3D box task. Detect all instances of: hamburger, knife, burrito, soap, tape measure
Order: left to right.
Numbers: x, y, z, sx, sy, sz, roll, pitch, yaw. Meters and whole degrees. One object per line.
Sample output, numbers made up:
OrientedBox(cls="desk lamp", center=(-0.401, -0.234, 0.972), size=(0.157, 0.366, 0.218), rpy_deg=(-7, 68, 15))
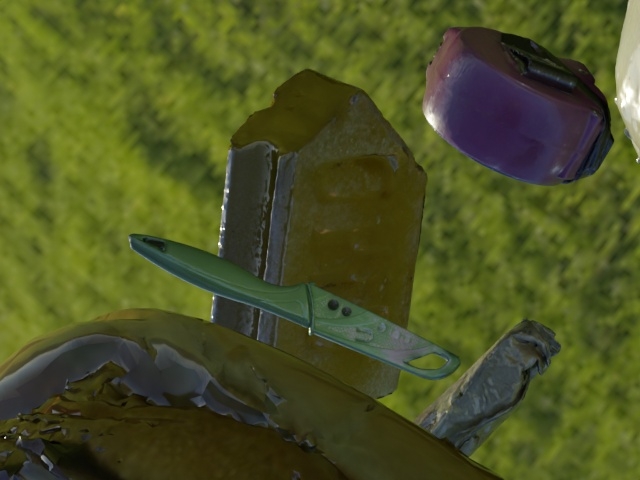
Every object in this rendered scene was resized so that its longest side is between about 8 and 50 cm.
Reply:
OrientedBox(cls="hamburger", center=(-0.023, 0.175, 0.666), size=(0.304, 0.174, 0.284), rpy_deg=(31, 133, 4))
OrientedBox(cls="knife", center=(-0.015, 0.035, 1.132), size=(0.207, 0.030, 0.014), rpy_deg=(23, 158, -2))
OrientedBox(cls="soap", center=(0.000, 0.000, 1.490), size=(0.080, 0.160, 0.258), rpy_deg=(24, 114, 43))
OrientedBox(cls="burrito", center=(0.096, 0.111, 1.261), size=(0.041, 0.149, 0.055), rpy_deg=(42, -170, -7))
OrientedBox(cls="tape measure", center=(0.125, -0.090, 1.242), size=(0.118, 0.074, 0.125), rpy_deg=(17, -158, -23))

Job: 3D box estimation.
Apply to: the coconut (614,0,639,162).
OrientedBox(cls="coconut", center=(0.429, -0.174, 1.512), size=(0.344, 0.415, 0.415), rpy_deg=(26, 155, 17))
